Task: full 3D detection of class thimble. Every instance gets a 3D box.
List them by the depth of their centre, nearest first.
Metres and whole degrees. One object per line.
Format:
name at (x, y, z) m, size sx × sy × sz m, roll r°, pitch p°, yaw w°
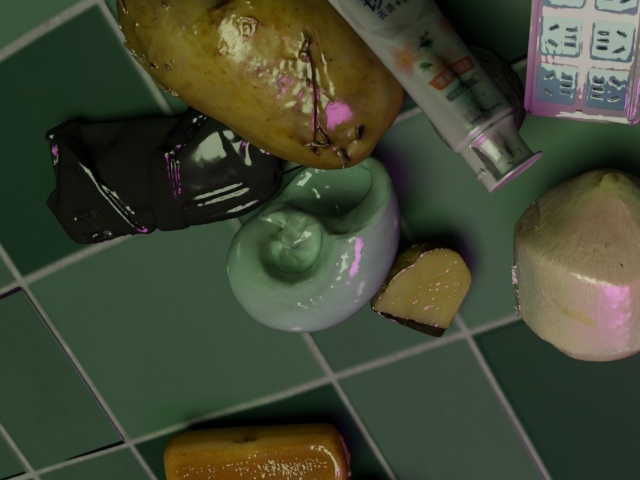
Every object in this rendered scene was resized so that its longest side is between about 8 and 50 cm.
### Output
thimble at (0.146, -0.135, 1.171) m, size 0.084 × 0.062 × 0.110 m, roll -23°, pitch 108°, yaw 27°

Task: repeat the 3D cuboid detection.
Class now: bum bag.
bum bag at (-0.184, -0.076, 1.319) m, size 0.326 × 0.080 × 0.142 m, roll -9°, pitch 108°, yaw 30°

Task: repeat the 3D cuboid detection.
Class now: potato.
potato at (-0.061, -0.186, 1.178) m, size 0.300 × 0.140 × 0.173 m, roll 34°, pitch 129°, yaw -3°
potato at (0.110, 0.036, 1.280) m, size 0.096 × 0.066 × 0.103 m, roll 22°, pitch 118°, yaw -27°

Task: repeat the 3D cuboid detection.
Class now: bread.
bread at (-0.072, 0.266, 1.472) m, size 0.239 × 0.074 × 0.092 m, roll -8°, pitch 95°, yaw 24°

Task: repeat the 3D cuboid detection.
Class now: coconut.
coconut at (0.259, 0.014, 1.152) m, size 0.171 × 0.171 × 0.183 m, roll 4°, pitch 122°, yaw 20°

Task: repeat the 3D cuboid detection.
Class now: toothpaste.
toothpaste at (0.080, -0.188, 1.111) m, size 0.100 × 0.066 × 0.323 m, roll -35°, pitch 82°, yaw -10°

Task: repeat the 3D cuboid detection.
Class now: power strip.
power strip at (0.245, -0.230, 1.094) m, size 0.109 × 0.037 × 0.279 m, roll 9°, pitch 120°, yaw 17°

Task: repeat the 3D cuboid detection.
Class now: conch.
conch at (0.002, 0.001, 1.260) m, size 0.221 × 0.121 × 0.185 m, roll -20°, pitch 68°, yaw 38°
